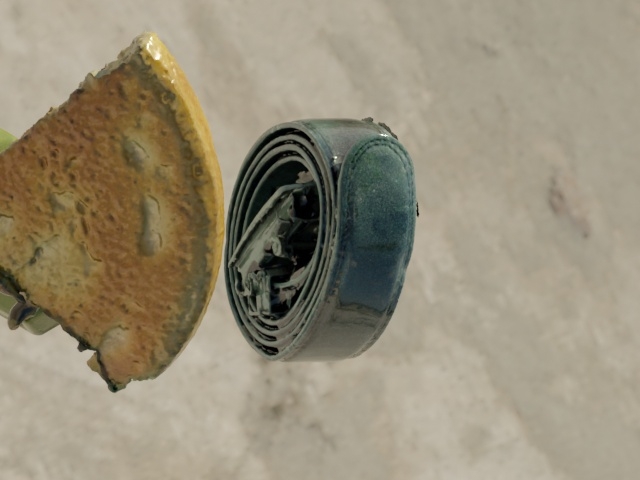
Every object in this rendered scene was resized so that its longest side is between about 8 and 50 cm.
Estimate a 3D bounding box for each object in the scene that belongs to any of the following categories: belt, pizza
[{"bbox_3d":[-0.004,-0.008,1.700,0.116,0.267,0.206,-1,49,-28],"label":"belt"},{"bbox_3d":[-0.184,-0.025,1.411,0.081,0.228,0.290,-78,168,-63],"label":"pizza"}]

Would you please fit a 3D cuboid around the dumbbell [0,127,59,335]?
[{"bbox_3d":[-0.285,-0.010,1.663,0.108,0.121,0.302,-58,163,-13],"label":"dumbbell"}]
